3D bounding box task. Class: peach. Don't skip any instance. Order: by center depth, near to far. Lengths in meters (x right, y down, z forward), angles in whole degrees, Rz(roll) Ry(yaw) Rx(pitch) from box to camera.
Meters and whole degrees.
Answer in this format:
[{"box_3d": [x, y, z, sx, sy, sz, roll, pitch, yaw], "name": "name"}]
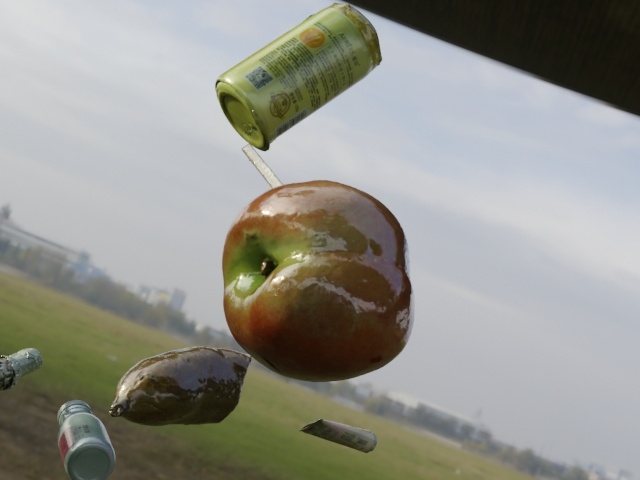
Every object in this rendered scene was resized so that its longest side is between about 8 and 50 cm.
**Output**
[{"box_3d": [0.003, 0.052, 1.355, 0.253, 0.252, 0.252, 21, -7, 3], "name": "peach"}]

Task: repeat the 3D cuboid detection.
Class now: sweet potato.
[{"box_3d": [-0.276, 0.284, 2.153, 0.158, 0.157, 0.370, 15, 6, 40], "name": "sweet potato"}]

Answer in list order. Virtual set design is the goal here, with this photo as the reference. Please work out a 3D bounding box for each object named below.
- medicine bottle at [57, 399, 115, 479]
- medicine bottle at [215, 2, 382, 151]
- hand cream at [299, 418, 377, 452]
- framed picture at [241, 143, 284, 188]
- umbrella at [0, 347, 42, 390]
[{"box_3d": [-0.437, 0.365, 2.036, 0.090, 0.090, 0.217, 25, 5, -24], "name": "medicine bottle"}, {"box_3d": [-0.025, -0.237, 1.552, 0.124, 0.239, 0.124, 44, -21, 22], "name": "medicine bottle"}, {"box_3d": [0.036, 0.338, 1.936, 0.143, 0.039, 0.061, 24, -37, -33], "name": "hand cream"}, {"box_3d": [0.000, 0.000, 1.714, 0.240, 0.020, 0.324, 51, 0, -44], "name": "framed picture"}, {"box_3d": [-0.584, 0.243, 2.080, 0.067, 0.062, 0.143, -27, 3, 37], "name": "umbrella"}]
